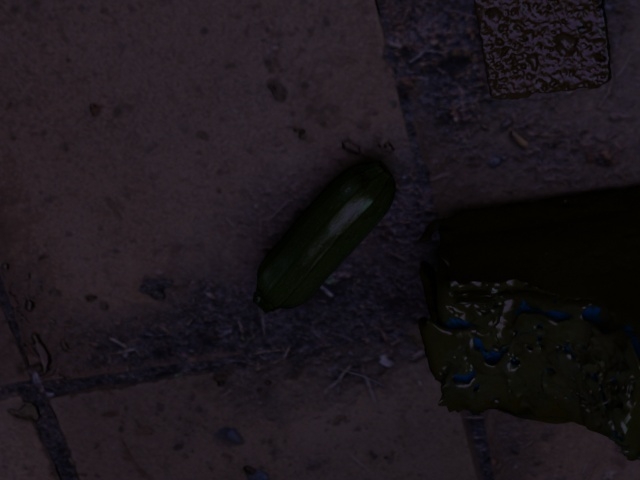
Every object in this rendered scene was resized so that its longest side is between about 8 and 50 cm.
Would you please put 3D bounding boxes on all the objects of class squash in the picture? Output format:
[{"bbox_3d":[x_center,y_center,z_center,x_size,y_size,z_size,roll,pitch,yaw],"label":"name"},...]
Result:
[{"bbox_3d":[0.000,0.000,1.707,0.068,0.077,0.219,40,118,-4],"label":"squash"}]

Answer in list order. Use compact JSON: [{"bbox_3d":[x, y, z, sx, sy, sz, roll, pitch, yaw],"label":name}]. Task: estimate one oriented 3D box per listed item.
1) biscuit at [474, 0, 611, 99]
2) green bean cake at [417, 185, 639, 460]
[{"bbox_3d":[0.212,-0.251,1.576,0.131,0.025,0.231,-5,117,11],"label":"biscuit"},{"bbox_3d":[0.252,0.105,1.616,0.310,0.285,0.202,-3,122,10],"label":"green bean cake"}]
